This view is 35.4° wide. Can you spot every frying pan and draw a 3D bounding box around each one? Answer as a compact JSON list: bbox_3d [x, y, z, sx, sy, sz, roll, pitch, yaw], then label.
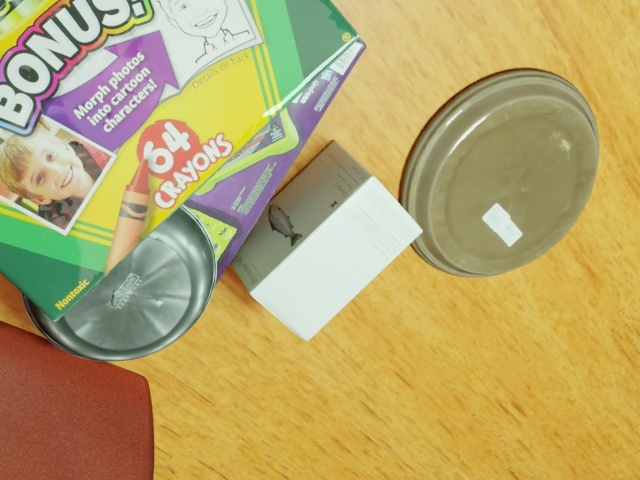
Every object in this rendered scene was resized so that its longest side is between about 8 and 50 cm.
[{"bbox_3d":[-0.225,-0.005,0.970,0.197,0.053,0.326,-32,123,-2],"label":"frying pan"}]

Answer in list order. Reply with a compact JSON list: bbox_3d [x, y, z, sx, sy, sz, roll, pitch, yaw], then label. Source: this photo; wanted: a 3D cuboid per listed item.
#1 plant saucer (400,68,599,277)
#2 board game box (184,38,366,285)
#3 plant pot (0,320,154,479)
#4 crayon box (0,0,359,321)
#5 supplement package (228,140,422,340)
[{"bbox_3d":[0.227,-0.070,1.214,0.277,0.041,0.278,-12,123,-20],"label":"plant saucer"},{"bbox_3d":[-0.127,-0.104,1.020,0.208,0.056,0.347,24,106,-38],"label":"board game box"},{"bbox_3d":[-0.321,0.268,1.023,0.267,0.236,0.267,28,103,-35],"label":"plant pot"},{"bbox_3d":[-0.207,-0.169,0.850,0.363,0.106,0.313,-43,108,2],"label":"crayon box"},{"bbox_3d":[0.000,0.000,1.103,0.179,0.105,0.105,-44,127,2],"label":"supplement package"}]
